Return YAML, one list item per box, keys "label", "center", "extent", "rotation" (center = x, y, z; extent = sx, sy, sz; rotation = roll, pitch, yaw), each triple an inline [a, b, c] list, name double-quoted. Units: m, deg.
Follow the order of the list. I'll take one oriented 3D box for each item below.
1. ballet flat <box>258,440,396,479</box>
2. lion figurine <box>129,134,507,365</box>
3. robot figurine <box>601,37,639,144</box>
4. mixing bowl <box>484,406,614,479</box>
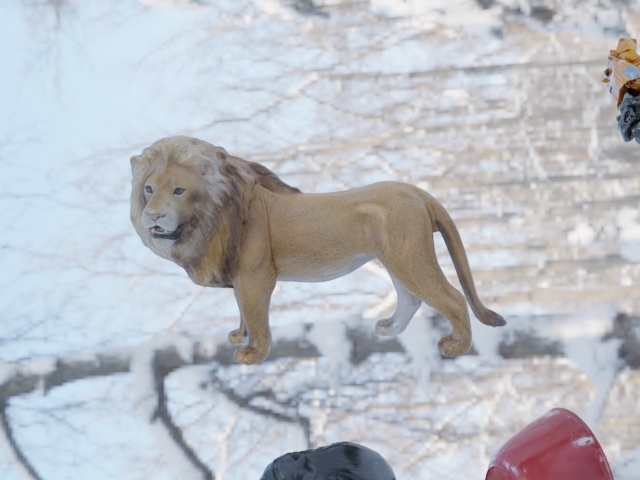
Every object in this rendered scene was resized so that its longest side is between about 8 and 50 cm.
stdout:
- label: "ballet flat"
  center: [0.006, 0.218, 1.133]
  extent: [0.173, 0.049, 0.057]
  rotation: [9, -135, -46]
- label: "lion figurine"
  center: [0.000, 0.000, 1.301]
  extent: [0.142, 0.392, 0.240]
  rotation: [-111, 17, -76]
- label: "robot figurine"
  center: [0.449, -0.166, 1.498]
  extent: [0.291, 0.211, 0.085]
  rotation: [-99, 13, -65]
- label: "mixing bowl"
  center: [0.250, 0.289, 1.413]
  extent: [0.181, 0.098, 0.182]
  rotation: [171, 90, -71]
